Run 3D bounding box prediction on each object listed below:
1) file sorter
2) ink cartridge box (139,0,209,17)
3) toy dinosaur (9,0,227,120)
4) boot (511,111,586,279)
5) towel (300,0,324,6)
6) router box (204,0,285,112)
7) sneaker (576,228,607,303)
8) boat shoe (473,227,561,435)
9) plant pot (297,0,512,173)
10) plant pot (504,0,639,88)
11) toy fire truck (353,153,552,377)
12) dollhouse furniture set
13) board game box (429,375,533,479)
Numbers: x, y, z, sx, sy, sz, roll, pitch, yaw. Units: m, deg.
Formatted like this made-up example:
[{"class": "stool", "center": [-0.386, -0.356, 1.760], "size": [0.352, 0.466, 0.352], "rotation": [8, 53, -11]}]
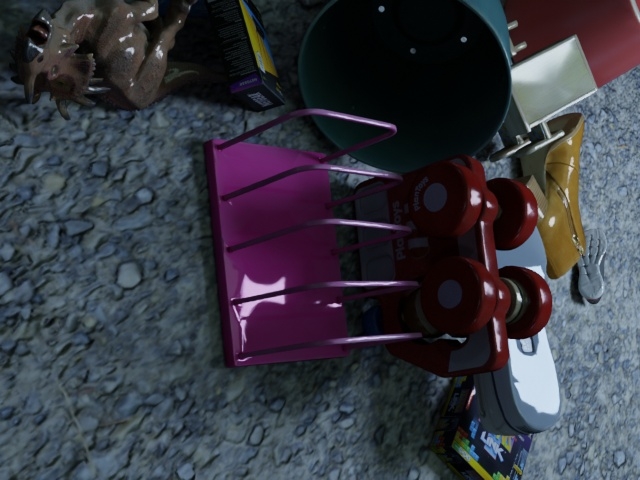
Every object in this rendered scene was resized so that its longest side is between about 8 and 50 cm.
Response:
[{"class": "file sorter", "center": [0.000, 0.000, 1.081], "size": [0.202, 0.182, 0.290], "rotation": [3, 77, -44]}, {"class": "ink cartridge box", "center": [-0.104, -0.428, 1.013], "size": [0.129, 0.307, 0.223], "rotation": [-9, 85, -44]}, {"class": "toy dinosaur", "center": [-0.237, -0.204, 0.965], "size": [0.296, 0.127, 0.200], "rotation": [30, 69, -54]}, {"class": "boot", "center": [0.450, -0.085, 1.606], "size": [0.295, 0.104, 0.211], "rotation": [-51, 119, -34]}, {"class": "towel", "center": [0.008, -0.507, 1.271], "size": [0.187, 0.049, 0.282], "rotation": [-35, 126, -42]}, {"class": "router box", "center": [-0.094, -0.243, 1.089], "size": [0.179, 0.046, 0.133], "rotation": [-14, 88, -83]}, {"class": "sneaker", "center": [0.529, 0.053, 1.674], "size": [0.065, 0.061, 0.158], "rotation": [56, 42, -55]}, {"class": "boat shoe", "center": [0.258, 0.113, 1.291], "size": [0.136, 0.156, 0.367], "rotation": [4, 69, -31]}, {"class": "plant pot", "center": [0.137, -0.281, 1.236], "size": [0.293, 0.293, 0.235], "rotation": [49, 36, -22]}, {"class": "plant pot", "center": [0.535, -0.428, 1.672], "size": [0.275, 0.243, 0.275], "rotation": [14, 69, -40]}, {"class": "toy fire truck", "center": [0.156, 0.038, 1.171], "size": [0.169, 0.254, 0.302], "rotation": [8, 71, -44]}, {"class": "dollhouse furniture set", "center": [0.304, -0.240, 1.417], "size": [0.161, 0.242, 0.212], "rotation": [-29, 99, -22]}, {"class": "board game box", "center": [0.256, 0.311, 1.332], "size": [0.170, 0.048, 0.141], "rotation": [46, 52, -24]}]
